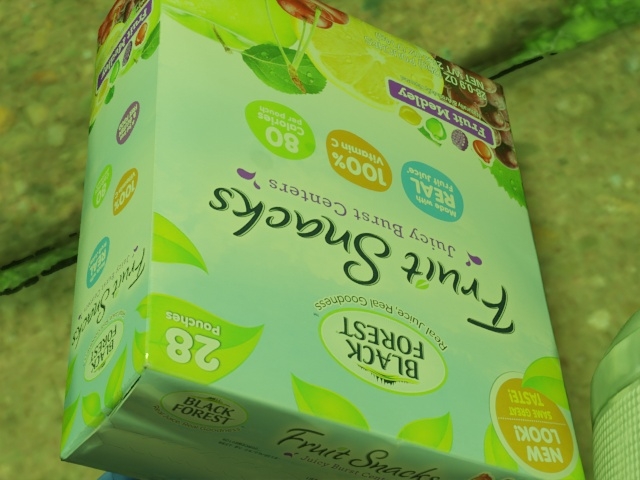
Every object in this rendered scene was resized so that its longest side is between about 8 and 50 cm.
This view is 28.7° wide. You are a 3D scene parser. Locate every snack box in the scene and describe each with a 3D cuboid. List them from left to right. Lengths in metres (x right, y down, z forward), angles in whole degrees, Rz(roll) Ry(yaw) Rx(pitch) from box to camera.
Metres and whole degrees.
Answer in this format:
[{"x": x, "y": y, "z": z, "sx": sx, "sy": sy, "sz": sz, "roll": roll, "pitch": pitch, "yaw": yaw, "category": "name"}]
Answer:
[{"x": 0.000, "y": 0.000, "z": 0.478, "sx": 0.174, "sy": 0.070, "sz": 0.207, "roll": 19, "pitch": 47, "yaw": -27, "category": "snack box"}]

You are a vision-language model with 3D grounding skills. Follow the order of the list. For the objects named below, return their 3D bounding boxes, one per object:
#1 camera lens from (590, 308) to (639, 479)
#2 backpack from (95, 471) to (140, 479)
[{"x": 0.194, "y": 0.142, "z": 0.373, "sx": 0.219, "sy": 0.219, "sz": 0.274, "roll": 1, "pitch": 64, "yaw": 7, "category": "camera lens"}, {"x": -0.029, "y": 0.138, "z": 0.472, "sx": 0.101, "sy": 0.098, "sz": 0.120, "roll": -43, "pitch": 63, "yaw": 18, "category": "backpack"}]
